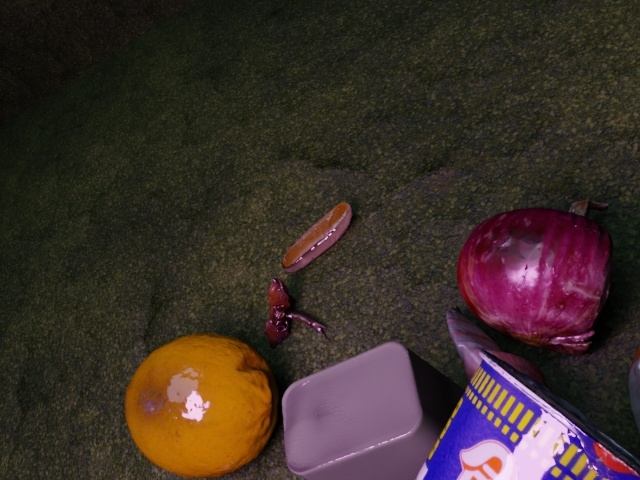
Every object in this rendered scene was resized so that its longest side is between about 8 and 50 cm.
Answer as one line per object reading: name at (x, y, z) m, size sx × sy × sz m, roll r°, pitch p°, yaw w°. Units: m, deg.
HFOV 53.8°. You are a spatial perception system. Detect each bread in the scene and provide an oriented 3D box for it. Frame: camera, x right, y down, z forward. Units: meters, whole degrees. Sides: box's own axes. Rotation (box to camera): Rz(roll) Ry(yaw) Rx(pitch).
bread at (-0.001, 0.000, 1.455) m, size 0.214 × 0.053 × 0.073 m, roll -42°, pitch 38°, yaw 9°

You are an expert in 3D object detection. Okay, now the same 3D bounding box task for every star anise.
star anise at (-0.051, 0.155, 1.373) m, size 0.144 × 0.158 × 0.140 m, roll 2°, pitch 66°, yaw 1°

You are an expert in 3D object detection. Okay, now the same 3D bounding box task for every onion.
onion at (0.343, 0.047, 1.022) m, size 0.256 × 0.230 × 0.272 m, roll -19°, pitch 57°, yaw 28°

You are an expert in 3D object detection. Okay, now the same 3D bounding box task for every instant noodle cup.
instant noodle cup at (0.200, 0.324, 0.689) m, size 0.312 × 0.284 × 0.284 m, roll -55°, pitch 42°, yaw 3°

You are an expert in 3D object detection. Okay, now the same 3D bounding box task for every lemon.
lemon at (-0.228, 0.318, 1.237) m, size 0.297 × 0.297 × 0.297 m, roll -21°, pitch 48°, yaw 26°

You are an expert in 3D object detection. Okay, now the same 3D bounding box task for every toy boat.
toy boat at (0.264, 0.175, 1.028) m, size 0.096 × 0.206 × 0.282 m, roll -48°, pitch 26°, yaw 14°

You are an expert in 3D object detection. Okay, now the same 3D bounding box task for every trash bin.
trash bin at (0.122, 0.295, 0.925) m, size 0.223 × 0.343 × 0.158 m, roll -28°, pitch 43°, yaw 21°

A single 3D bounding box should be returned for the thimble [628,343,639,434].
thimble at (0.534, 0.217, 0.783) m, size 0.254 × 0.167 × 0.288 m, roll -25°, pitch 46°, yaw 24°
